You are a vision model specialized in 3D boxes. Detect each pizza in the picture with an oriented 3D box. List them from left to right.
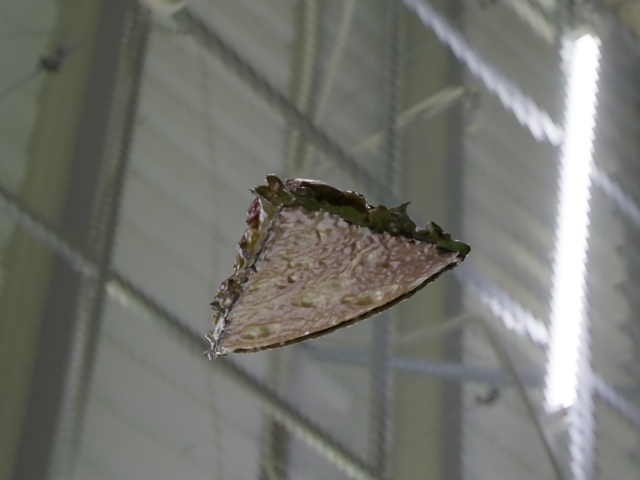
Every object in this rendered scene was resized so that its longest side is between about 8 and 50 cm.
[{"bbox_3d":[0.008,0.006,0.747,0.099,0.100,0.029,-5,-127,-21],"label":"pizza"}]
